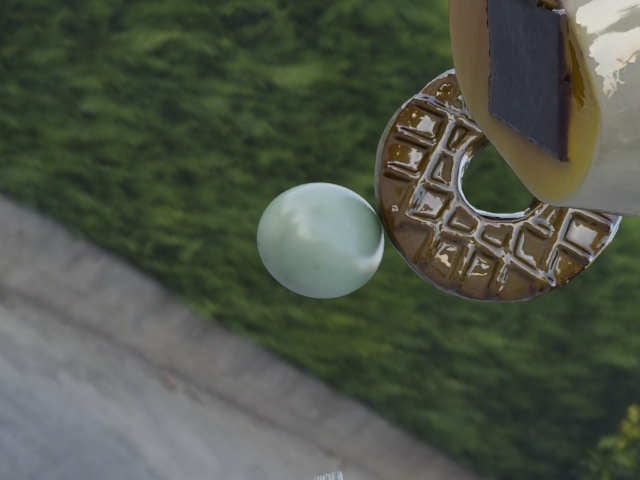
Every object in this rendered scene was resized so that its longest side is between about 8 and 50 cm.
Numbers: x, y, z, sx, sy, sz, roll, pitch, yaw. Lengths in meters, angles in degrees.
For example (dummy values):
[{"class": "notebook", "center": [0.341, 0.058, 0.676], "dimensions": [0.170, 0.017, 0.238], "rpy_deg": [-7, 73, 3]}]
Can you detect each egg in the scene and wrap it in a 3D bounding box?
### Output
[{"class": "egg", "center": [0.000, 0.000, 1.848], "dimensions": [0.149, 0.149, 0.192], "rpy_deg": [47, 19, 28]}]

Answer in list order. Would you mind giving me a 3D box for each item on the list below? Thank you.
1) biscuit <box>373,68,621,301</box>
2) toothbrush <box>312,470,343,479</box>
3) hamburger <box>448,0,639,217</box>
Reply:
[{"class": "biscuit", "center": [0.229, -0.077, 1.838], "dimensions": [0.332, 0.332, 0.103], "rpy_deg": [46, -2, 9]}, {"class": "toothbrush", "center": [-0.091, 0.317, 1.723], "dimensions": [0.018, 0.257, 0.024], "rpy_deg": [22, 52, -69]}, {"class": "hamburger", "center": [0.206, -0.148, 1.088], "dimensions": [0.295, 0.151, 0.227], "rpy_deg": [-114, -164, -50]}]
